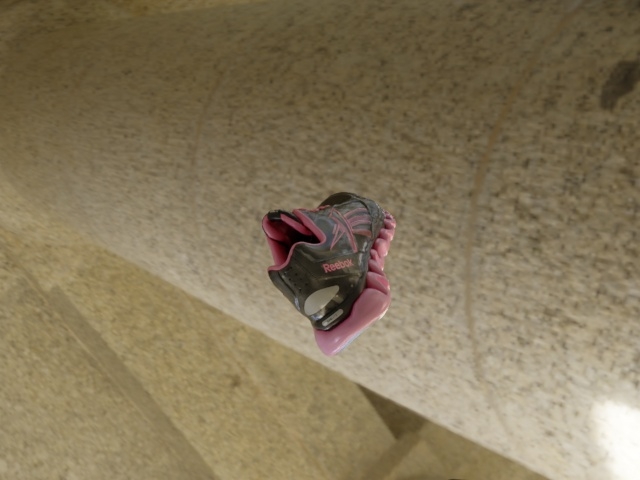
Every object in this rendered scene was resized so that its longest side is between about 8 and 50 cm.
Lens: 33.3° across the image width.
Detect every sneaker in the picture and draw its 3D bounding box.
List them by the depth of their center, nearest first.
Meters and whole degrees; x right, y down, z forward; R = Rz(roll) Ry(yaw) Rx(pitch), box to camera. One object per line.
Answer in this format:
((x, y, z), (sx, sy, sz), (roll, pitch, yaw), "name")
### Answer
((0.000, 0.000, 0.476), (0.057, 0.119, 0.047), (39, -72, -15), "sneaker")

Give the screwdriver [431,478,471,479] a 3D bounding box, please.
((0.041, 0.120, 0.486), (0.025, 0.170, 0.024), (28, -108, -7), "screwdriver")
